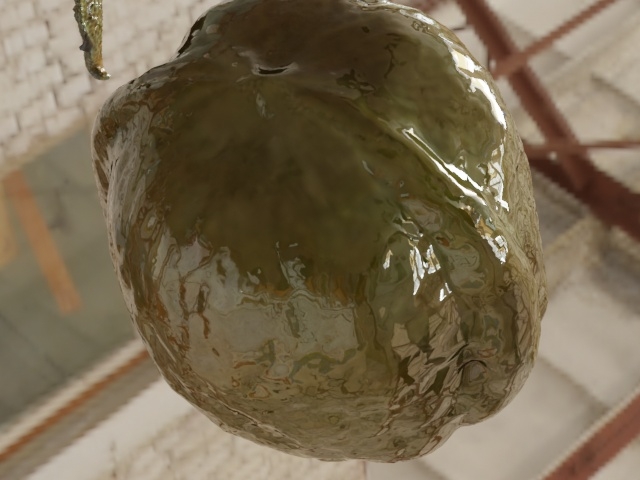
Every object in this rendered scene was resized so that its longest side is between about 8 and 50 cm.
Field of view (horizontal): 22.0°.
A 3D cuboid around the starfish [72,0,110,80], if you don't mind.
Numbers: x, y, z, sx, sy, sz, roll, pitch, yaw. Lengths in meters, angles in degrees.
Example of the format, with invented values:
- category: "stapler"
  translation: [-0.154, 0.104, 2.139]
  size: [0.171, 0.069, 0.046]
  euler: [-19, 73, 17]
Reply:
- category: "starfish"
  translation: [-0.175, -0.207, 1.039]
  size: [0.053, 0.208, 0.176]
  euler: [-23, -111, 15]

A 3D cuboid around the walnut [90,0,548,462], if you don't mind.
- category: "walnut"
  translation: [0.000, 0.000, 0.876]
  size: [0.283, 0.283, 0.227]
  euler: [18, -118, 24]
